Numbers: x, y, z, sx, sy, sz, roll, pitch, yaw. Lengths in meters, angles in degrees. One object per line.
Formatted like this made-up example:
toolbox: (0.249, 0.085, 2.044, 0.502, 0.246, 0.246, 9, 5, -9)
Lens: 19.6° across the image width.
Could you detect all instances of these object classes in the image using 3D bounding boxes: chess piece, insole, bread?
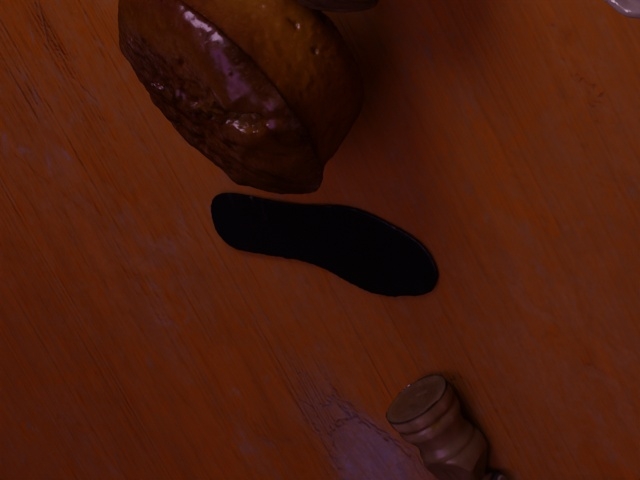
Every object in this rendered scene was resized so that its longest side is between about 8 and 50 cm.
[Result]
chess piece: (0.172, 0.269, 2.332, 0.090, 0.090, 0.200, -12, 122, 45)
insole: (0.000, 0.000, 2.324, 0.348, 0.009, 0.119, 12, 126, 35)
bread: (-0.087, -0.189, 2.080, 0.312, 0.172, 0.312, 41, 165, 13)

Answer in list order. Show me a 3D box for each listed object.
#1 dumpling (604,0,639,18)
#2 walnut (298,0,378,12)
dumpling: (0.283, -0.299, 1.786, 0.134, 0.100, 0.169, -2, 117, 59)
walnut: (0.009, -0.353, 1.917, 0.198, 0.198, 0.245, -11, 104, 45)
